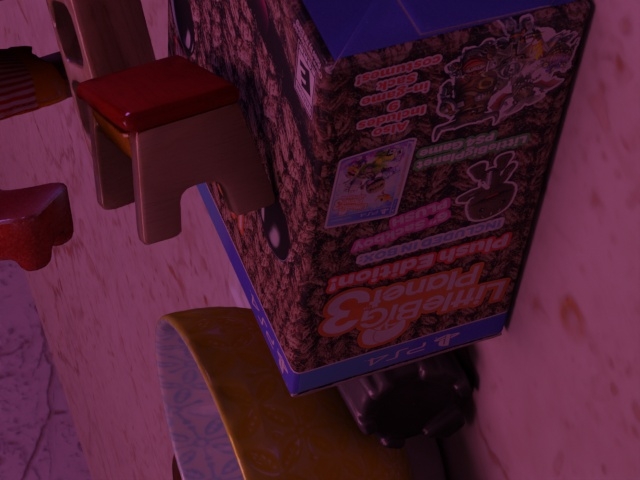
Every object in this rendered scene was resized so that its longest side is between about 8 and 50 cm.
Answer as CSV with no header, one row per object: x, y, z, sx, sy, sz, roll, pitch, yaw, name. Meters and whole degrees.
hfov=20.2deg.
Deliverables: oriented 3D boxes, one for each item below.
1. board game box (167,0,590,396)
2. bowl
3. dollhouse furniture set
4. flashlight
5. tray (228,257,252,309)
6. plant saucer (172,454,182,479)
0.015,-0.096,1.018,0.291,0.141,0.232,96,153,-52,board game box
-0.002,0.171,1.298,0.289,0.156,0.289,163,90,-75,bowl
-0.198,-0.100,1.066,0.374,0.201,0.152,33,140,63,dollhouse furniture set
0.000,0.000,1.239,0.103,0.103,0.304,96,154,-47,flashlight
-0.029,0.091,1.551,0.145,0.030,0.270,97,152,-52,tray
-0.115,0.350,2.077,0.278,0.041,0.277,164,90,-73,plant saucer
